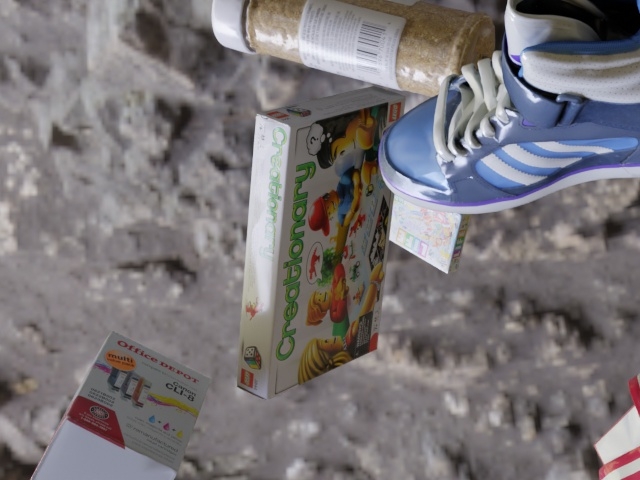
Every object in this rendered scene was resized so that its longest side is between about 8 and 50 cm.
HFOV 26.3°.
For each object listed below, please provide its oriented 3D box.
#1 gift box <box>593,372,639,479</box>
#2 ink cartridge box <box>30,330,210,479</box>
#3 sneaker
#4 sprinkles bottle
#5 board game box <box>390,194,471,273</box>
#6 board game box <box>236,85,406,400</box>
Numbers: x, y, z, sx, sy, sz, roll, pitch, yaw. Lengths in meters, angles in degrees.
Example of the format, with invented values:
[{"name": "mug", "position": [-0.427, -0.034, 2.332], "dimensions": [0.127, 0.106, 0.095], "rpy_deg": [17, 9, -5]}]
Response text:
[{"name": "gift box", "position": [0.437, 0.251, 1.355], "dimensions": [0.258, 0.255, 0.276], "rpy_deg": [8, 130, -33]}, {"name": "ink cartridge box", "position": [-0.211, 0.208, 1.451], "dimensions": [0.128, 0.176, 0.127], "rpy_deg": [27, 116, -6]}, {"name": "sneaker", "position": [0.156, -0.131, 1.088], "dimensions": [0.323, 0.130, 0.236], "rpy_deg": [-5, 152, 28]}, {"name": "sprinkles bottle", "position": [0.039, -0.267, 1.751], "dimensions": [0.355, 0.121, 0.121], "rpy_deg": [18, 165, 22]}, {"name": "board game box", "position": [0.164, -0.028, 2.172], "dimensions": [0.026, 0.154, 0.103], "rpy_deg": [-15, 126, -43]}, {"name": "board game box", "position": [0.000, 0.000, 1.463], "dimensions": [0.053, 0.305, 0.193], "rpy_deg": [21, -153, 35]}]
